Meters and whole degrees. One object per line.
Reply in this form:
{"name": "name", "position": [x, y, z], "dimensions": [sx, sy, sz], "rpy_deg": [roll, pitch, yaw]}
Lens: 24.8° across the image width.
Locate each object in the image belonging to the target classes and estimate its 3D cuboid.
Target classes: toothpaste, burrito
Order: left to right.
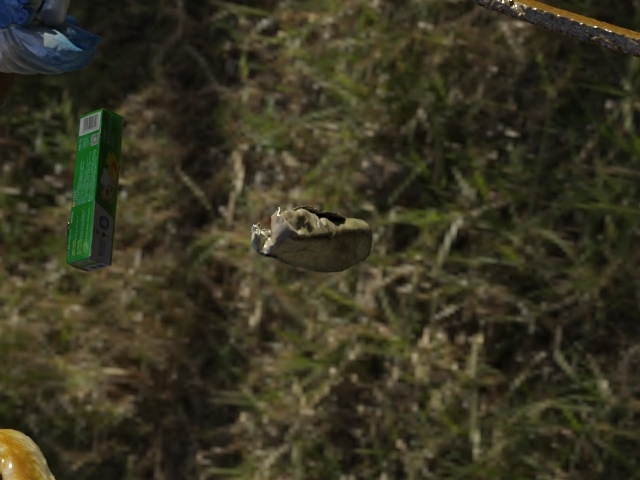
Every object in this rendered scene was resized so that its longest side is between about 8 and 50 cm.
{"name": "toothpaste", "position": [-0.249, -0.057, 1.606], "dimensions": [0.043, 0.037, 0.178], "rpy_deg": [-13, 66, 36]}
{"name": "burrito", "position": [-0.001, -0.001, 1.322], "dimensions": [0.058, 0.188, 0.045], "rpy_deg": [-48, 64, 16]}

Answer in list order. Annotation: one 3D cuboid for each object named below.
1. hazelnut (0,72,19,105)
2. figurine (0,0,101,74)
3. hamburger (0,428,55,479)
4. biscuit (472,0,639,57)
{"name": "hazelnut", "position": [-0.338, -0.176, 1.134], "dimensions": [0.229, 0.229, 0.229], "rpy_deg": [-24, 62, 57]}
{"name": "figurine", "position": [-0.190, -0.148, 0.939], "dimensions": [0.079, 0.114, 0.114], "rpy_deg": [-59, 34, 15]}
{"name": "hamburger", "position": [-0.231, 0.275, 0.937], "dimensions": [0.318, 0.158, 0.318], "rpy_deg": [24, 117, 60]}
{"name": "biscuit", "position": [0.287, -0.238, 1.618], "dimensions": [0.231, 0.131, 0.025], "rpy_deg": [23, 106, 25]}
